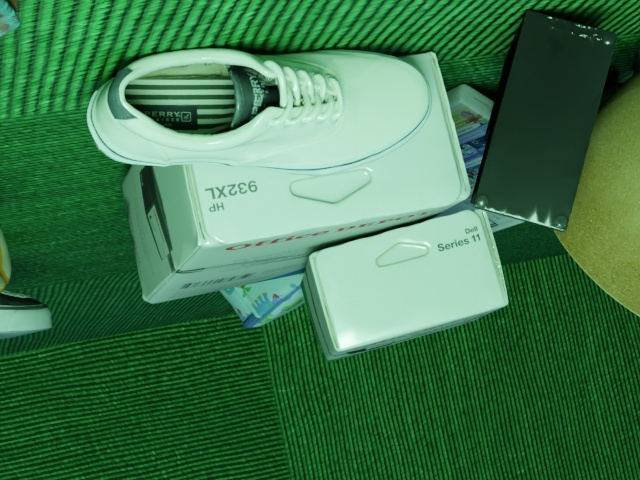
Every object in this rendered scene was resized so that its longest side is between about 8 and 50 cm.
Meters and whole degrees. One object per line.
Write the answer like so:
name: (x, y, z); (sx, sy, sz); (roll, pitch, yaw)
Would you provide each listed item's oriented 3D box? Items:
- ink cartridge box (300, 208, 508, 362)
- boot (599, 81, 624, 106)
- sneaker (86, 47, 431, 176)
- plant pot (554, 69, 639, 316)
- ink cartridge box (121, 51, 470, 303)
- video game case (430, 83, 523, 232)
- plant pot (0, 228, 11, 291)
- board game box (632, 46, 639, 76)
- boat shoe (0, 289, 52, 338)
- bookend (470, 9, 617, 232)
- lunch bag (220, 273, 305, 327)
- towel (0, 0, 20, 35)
ink cartridge box: (0.067, 0.043, 1.230); (0.153, 0.087, 0.208); (-15, 173, -3)
boot: (0.211, -0.082, 1.449); (0.211, 0.104, 0.295); (-12, 177, 3)
sneaker: (-0.033, -0.092, 1.008); (0.258, 0.094, 0.091); (-8, 177, -18)
plant pot: (0.341, -0.083, 1.125); (0.237, 0.237, 0.254); (-6, 141, -38)
ink cartridge box: (-0.036, -0.046, 1.218); (0.223, 0.129, 0.307); (-11, 173, -17)
video game case: (0.140, -0.070, 1.384); (0.193, 0.023, 0.212); (28, 152, -27)
plant pot: (-0.355, 0.026, 1.105); (0.188, 0.205, 0.205); (-28, 170, 8)
board game box: (0.392, -0.174, 1.269); (0.211, 0.039, 0.160); (-12, 173, 9)
boat shoe: (-0.418, 0.054, 1.512); (0.306, 0.105, 0.113); (5, 167, -44)
bookend: (0.168, -0.081, 1.121); (0.072, 0.157, 0.156); (16, 173, 3)
lunch bag: (0.000, 0.000, 1.538); (0.176, 0.090, 0.219); (-30, 172, -46)
towel: (-0.347, -0.103, 0.654); (0.370, 0.040, 0.271); (-12, 174, 0)
